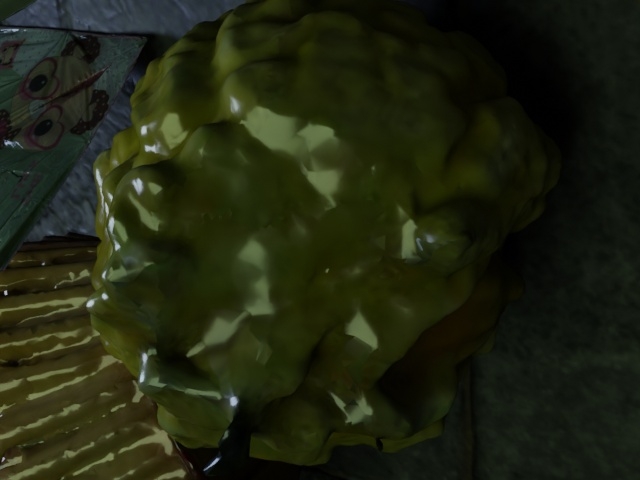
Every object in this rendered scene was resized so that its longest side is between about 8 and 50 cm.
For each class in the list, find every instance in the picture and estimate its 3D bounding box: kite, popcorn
[{"bbox_3d":[-0.208,-0.060,0.850,0.250,0.229,0.012,-30,135,9],"label":"kite"},{"bbox_3d":[-0.005,0.001,0.676,0.249,0.225,0.249,5,120,9],"label":"popcorn"}]

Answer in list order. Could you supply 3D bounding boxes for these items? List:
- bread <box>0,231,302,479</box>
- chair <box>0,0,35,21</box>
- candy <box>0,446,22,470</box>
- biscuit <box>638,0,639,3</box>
[{"bbox_3d":[-0.108,0.109,0.845,0.149,0.274,0.274,-22,106,16],"label":"bread"},{"bbox_3d":[-0.180,-0.216,0.693,0.190,0.203,0.275,19,123,44],"label":"chair"},{"bbox_3d":[-0.185,0.203,1.009,0.143,0.101,0.271,-17,133,18],"label":"candy"},{"bbox_3d":[0.174,-0.147,0.560,0.240,0.035,0.158,48,141,1],"label":"biscuit"}]
